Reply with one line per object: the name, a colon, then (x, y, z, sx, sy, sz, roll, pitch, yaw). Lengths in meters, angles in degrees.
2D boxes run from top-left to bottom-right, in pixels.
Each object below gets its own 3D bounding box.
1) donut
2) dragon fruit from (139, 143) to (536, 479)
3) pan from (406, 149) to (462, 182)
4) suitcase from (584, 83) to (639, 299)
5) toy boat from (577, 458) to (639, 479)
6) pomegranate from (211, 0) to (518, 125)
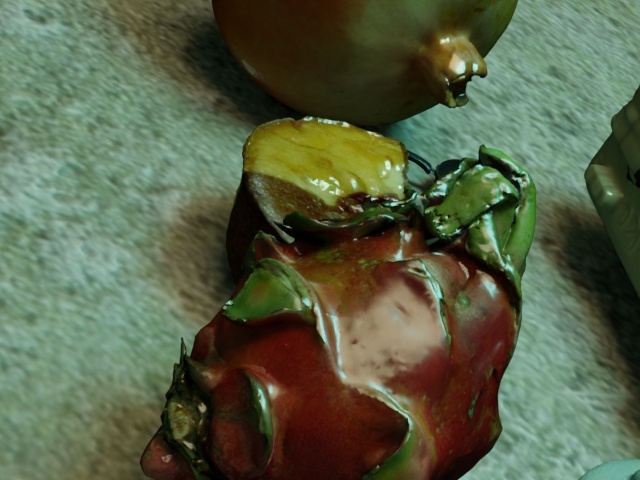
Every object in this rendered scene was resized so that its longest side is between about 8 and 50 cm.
donut: (0.000, -0.002, 1.203, 0.141, 0.085, 0.217, 20, 31, -10)
dragon fruit: (0.018, 0.049, 1.000, 0.200, 0.269, 0.198, 29, -13, -38)
pan: (0.098, -0.046, 1.392, 0.115, 0.023, 0.068, 24, 32, -8)
suitcase: (0.387, 0.035, 1.331, 0.339, 0.194, 0.351, 17, 33, -26)
toy boat: (0.248, 0.200, 1.095, 0.208, 0.079, 0.134, 29, 34, 1)
pomegranate: (0.046, -0.205, 1.382, 0.229, 0.252, 0.270, 21, 23, -48)
